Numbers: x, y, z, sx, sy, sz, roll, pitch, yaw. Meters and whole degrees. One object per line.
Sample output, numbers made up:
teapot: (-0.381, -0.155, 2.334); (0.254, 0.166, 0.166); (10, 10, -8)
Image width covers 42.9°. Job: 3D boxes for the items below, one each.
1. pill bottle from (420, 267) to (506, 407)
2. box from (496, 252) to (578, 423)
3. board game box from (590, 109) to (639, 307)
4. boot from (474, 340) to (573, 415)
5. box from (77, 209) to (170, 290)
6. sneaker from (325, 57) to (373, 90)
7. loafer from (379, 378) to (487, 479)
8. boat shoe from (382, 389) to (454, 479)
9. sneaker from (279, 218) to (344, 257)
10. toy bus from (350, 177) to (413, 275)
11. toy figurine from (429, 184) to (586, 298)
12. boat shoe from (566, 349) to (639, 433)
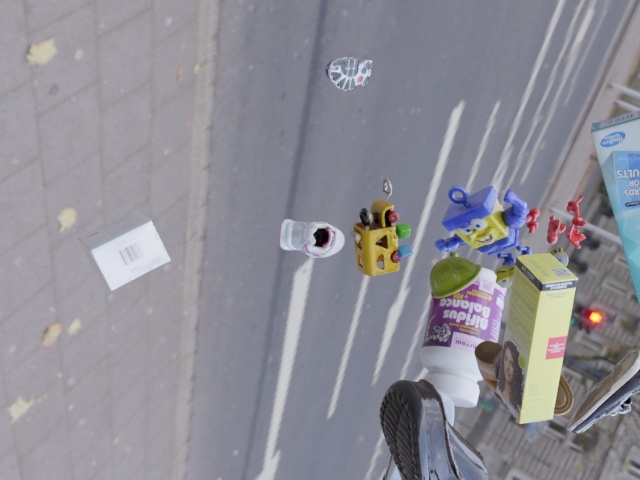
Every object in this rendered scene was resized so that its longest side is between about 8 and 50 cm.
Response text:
pill bottle: (0.322, 0.220, 1.867); (0.169, 0.169, 0.301); (70, 32, -67)
box: (0.304, 0.140, 1.156); (0.087, 0.058, 0.232); (-119, -151, -63)
board game box: (0.565, -0.041, 1.182); (0.079, 0.254, 0.336); (-43, 115, -62)
boot: (0.345, 0.251, 1.326); (0.073, 0.197, 0.152); (-41, 130, -11)
box: (-0.389, 0.016, 1.606); (0.130, 0.170, 0.091); (-29, 109, -17)
sneaker: (0.048, -0.353, 1.709); (0.170, 0.071, 0.068); (-19, 123, -63)
loafer: (0.114, 0.209, 0.776); (0.078, 0.080, 0.220); (-23, 126, -12)
boat shoe: (0.131, 0.299, 1.159); (0.083, 0.065, 0.183); (106, 10, -75)
sneaker: (0.000, 0.000, 2.206); (0.252, 0.111, 0.103); (3, 92, -56)
toy bus: (0.127, -0.015, 1.954); (0.104, 0.202, 0.191); (-12, 153, -17)
toy figurine: (0.310, -0.039, 1.607); (0.362, 0.217, 0.191); (-23, -146, 44)
boat shoe: (0.463, 0.254, 1.282); (0.075, 0.065, 0.206); (-50, 171, -48)
